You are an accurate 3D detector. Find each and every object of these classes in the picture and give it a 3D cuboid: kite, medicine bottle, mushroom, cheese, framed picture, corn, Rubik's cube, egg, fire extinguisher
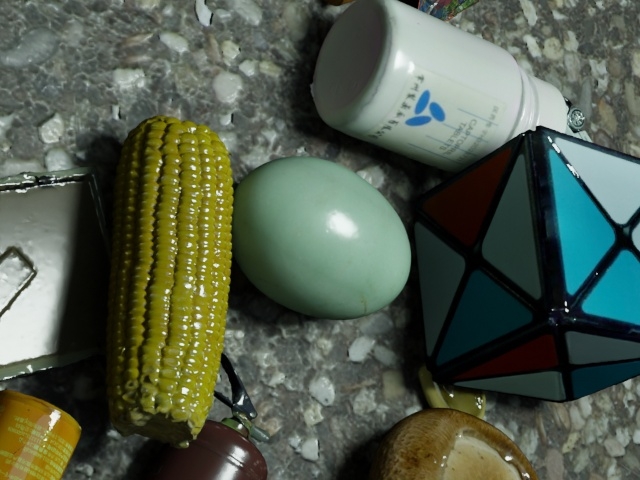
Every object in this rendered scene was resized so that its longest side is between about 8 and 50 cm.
[{"bbox_3d":[0.162,-0.326,1.726,0.159,0.010,0.190,-51,155,3],"label":"kite"},{"bbox_3d":[0.149,-0.175,1.636,0.293,0.170,0.170,16,72,-32],"label":"medicine bottle"},{"bbox_3d":[0.150,0.313,1.544,0.253,0.153,0.253,21,59,-39],"label":"mushroom"},{"bbox_3d":[0.178,0.217,1.660,0.086,0.036,0.163,-22,93,-35],"label":"cheese"},{"bbox_3d":[-0.321,0.038,1.341,0.281,0.019,0.209,-10,84,-38],"label":"framed picture"},{"bbox_3d":[-0.157,0.040,1.380,0.131,0.131,0.345,18,61,-31],"label":"corn"},{"bbox_3d":[-0.307,0.246,1.275,0.096,0.096,0.192,35,64,-25],"label":"medicine bottle"},{"bbox_3d":[0.280,0.038,1.617,0.248,0.250,0.246,10,63,-31],"label":"Rubik's cube"},{"bbox_3d":[0.000,0.000,1.496,0.231,0.168,0.168,31,65,-30],"label":"egg"},{"bbox_3d":[-0.147,0.284,1.366,0.135,0.114,0.337,50,56,-32],"label":"fire extinguisher"}]

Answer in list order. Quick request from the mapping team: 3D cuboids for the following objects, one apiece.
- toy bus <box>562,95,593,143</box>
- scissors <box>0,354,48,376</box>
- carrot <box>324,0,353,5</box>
[{"bbox_3d":[0.333,-0.095,1.806,0.089,0.087,0.194,-44,107,-26],"label":"toy bus"},{"bbox_3d":[-0.367,0.126,1.306,0.220,0.017,0.088,1,78,-36],"label":"scissors"},{"bbox_3d":[0.097,-0.347,1.698,0.225,0.067,0.067,-22,94,-35],"label":"carrot"}]
